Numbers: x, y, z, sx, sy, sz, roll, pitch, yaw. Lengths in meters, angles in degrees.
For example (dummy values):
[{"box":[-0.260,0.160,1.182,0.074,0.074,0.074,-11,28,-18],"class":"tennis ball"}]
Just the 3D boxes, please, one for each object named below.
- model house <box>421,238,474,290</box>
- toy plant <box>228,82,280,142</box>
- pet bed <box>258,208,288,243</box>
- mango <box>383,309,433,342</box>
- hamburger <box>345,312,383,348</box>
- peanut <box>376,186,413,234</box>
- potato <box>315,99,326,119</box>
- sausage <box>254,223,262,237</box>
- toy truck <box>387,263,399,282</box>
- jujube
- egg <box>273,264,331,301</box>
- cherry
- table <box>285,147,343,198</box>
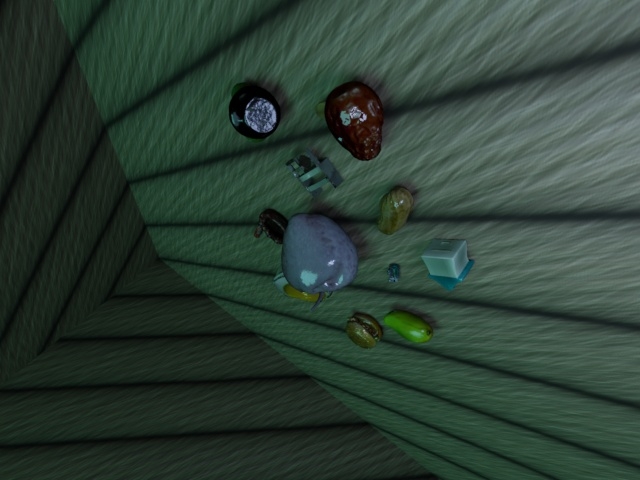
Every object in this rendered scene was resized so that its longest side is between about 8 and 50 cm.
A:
[{"box":[0.422,0.080,1.342,0.127,0.100,0.148,4,129,47],"class":"model house"},{"box":[-0.232,-0.439,1.427,0.235,0.176,0.217,47,157,59],"class":"toy plant"},{"box":[-0.217,-0.063,1.958,0.201,0.053,0.201,33,146,26],"class":"pet bed"},{"box":[0.372,0.364,1.736,0.233,0.111,0.125,10,131,45],"class":"mango"},{"box":[0.205,0.448,2.029,0.191,0.118,0.182,49,146,-1],"class":"hamburger"},{"box":[0.241,-0.095,1.350,0.108,0.095,0.225,49,156,23],"class":"peanut"},{"box":[0.024,-0.400,1.260,0.084,0.062,0.068,6,107,15],"class":"potato"},{"box":[-0.315,-0.055,2.096,0.034,0.034,0.129,41,149,5],"class":"sausage"},{"box":[0.290,0.129,1.616,0.044,0.039,0.083,8,134,25],"class":"toy truck"},{"box":[0.105,-0.330,1.164,0.168,0.168,0.236,16,146,38],"class":"jujube"},{"box":[-0.070,0.170,1.971,0.287,0.174,0.264,16,147,0],"class":"egg"},{"box":[-0.004,0.061,1.633,0.327,0.292,0.334,21,116,33],"class":"cherry"},{"box":[-0.024,-0.251,1.493,0.175,0.062,0.146,51,148,-14],"class":"table"}]
